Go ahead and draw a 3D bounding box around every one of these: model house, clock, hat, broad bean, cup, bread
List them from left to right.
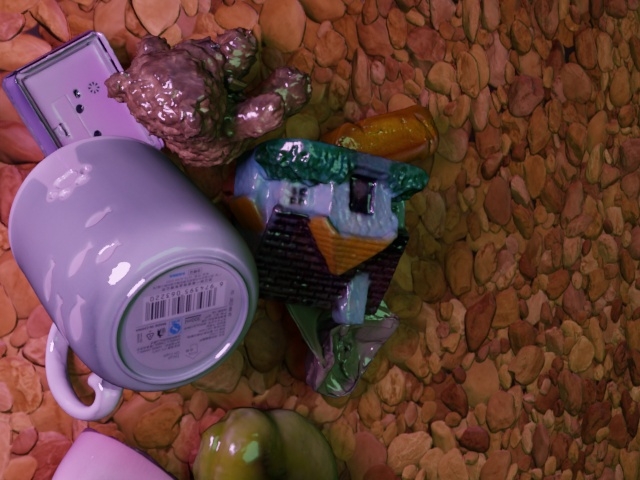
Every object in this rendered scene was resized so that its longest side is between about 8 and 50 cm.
[{"bbox_3d":[-0.327,-0.176,1.170,0.144,0.073,0.193,-39,114,-29],"label":"clock"},{"bbox_3d":[-0.256,0.077,1.088,0.259,0.274,0.357,18,105,-42],"label":"cup"},{"bbox_3d":[-0.082,0.387,1.353,0.238,0.119,0.291,-42,116,-27],"label":"broad bean"},{"bbox_3d":[0.000,0.000,1.313,0.280,0.230,0.249,10,79,-30],"label":"model house"},{"bbox_3d":[0.006,0.137,1.440,0.214,0.149,0.245,-23,68,-44],"label":"hat"},{"bbox_3d":[0.107,-0.173,1.482,0.245,0.094,0.102,-18,97,-34],"label":"bread"}]

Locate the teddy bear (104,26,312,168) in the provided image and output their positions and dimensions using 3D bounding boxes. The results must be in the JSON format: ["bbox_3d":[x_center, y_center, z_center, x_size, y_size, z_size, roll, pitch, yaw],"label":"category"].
[{"bbox_3d":[-0.149,-0.227,1.174,0.246,0.223,0.296,33,62,11],"label":"teddy bear"}]

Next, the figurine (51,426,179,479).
[{"bbox_3d":[-0.303,0.465,1.131,0.284,0.206,0.316,87,21,-48],"label":"figurine"}]
